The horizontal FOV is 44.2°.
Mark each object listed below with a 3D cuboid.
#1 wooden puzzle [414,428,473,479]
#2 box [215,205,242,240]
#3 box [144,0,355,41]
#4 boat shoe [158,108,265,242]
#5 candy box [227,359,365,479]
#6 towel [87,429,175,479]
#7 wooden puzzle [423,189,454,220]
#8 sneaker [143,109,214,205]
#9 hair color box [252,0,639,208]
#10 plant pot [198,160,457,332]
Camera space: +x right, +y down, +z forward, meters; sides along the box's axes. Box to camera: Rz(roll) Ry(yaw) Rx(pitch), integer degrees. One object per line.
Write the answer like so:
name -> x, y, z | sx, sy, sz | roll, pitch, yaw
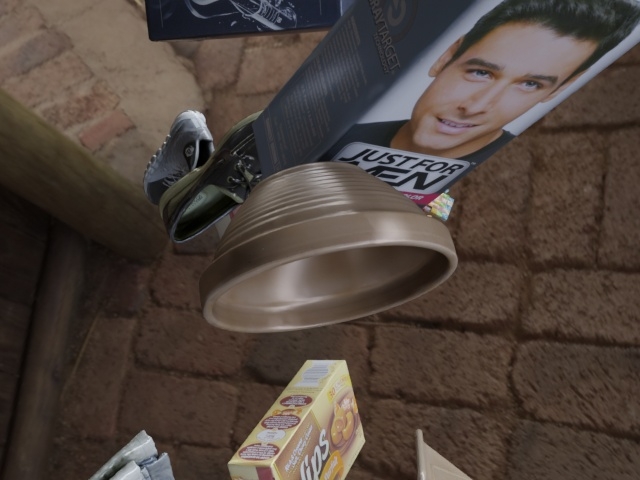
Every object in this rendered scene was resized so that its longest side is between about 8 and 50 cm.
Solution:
wooden puzzle -> 0.224, 0.403, 1.177 | 0.238, 0.221, 0.044 | 42, 97, 1
box -> -0.102, -0.050, 1.432 | 0.127, 0.148, 0.232 | -9, 103, 56
box -> -0.098, -0.482, 1.181 | 0.312, 0.179, 0.343 | 0, 103, 17
boat shoe -> -0.112, -0.075, 0.993 | 0.223, 0.080, 0.073 | -37, 47, 18
candy box -> -0.029, 0.362, 1.352 | 0.087, 0.316, 0.183 | -5, 111, 27
towel -> -0.339, 0.474, 1.194 | 0.056, 0.312, 0.324 | 30, 56, 27
wooden puzzle -> 0.189, -0.060, 1.282 | 0.049, 0.006, 0.083 | 27, 54, -1
sneaker -> -0.277, -0.135, 1.572 | 0.132, 0.086, 0.229 | 54, 127, 36
hair color box -> 0.108, -0.156, 0.752 | 0.374, 0.185, 0.114 | -41, 53, 46
plant pot -> 0.000, 0.000, 0.734 | 0.237, 0.237, 0.110 | -19, 70, 20
